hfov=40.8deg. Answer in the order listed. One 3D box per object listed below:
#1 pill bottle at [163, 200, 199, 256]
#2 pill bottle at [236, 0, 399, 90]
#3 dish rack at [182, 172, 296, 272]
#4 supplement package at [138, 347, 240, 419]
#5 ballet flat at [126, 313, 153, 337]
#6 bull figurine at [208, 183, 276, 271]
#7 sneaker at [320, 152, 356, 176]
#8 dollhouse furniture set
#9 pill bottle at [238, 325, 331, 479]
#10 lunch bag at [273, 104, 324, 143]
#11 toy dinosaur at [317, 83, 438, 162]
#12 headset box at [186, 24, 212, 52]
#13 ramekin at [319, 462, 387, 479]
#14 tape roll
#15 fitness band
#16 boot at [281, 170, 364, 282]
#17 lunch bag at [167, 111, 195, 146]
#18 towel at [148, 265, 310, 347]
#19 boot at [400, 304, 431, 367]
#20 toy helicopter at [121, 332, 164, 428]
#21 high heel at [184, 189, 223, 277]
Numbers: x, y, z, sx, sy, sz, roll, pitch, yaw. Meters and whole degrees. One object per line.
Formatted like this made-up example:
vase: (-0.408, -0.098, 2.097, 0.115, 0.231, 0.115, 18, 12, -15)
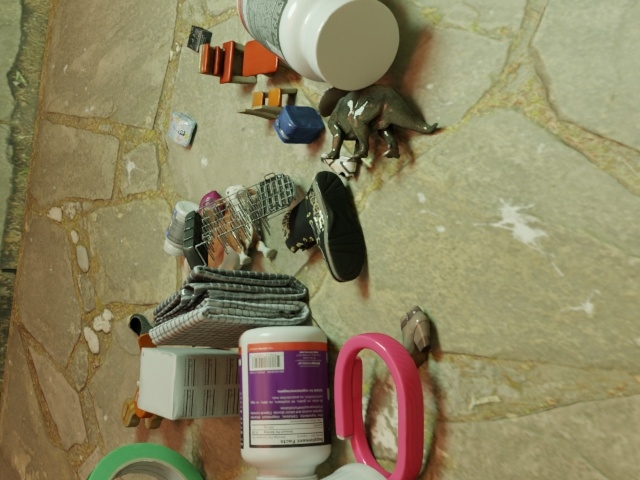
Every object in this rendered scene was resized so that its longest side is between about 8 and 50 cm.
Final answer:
pill bottle: (-0.365, -0.030, 2.278, 0.078, 0.078, 0.137, 53, 128, 44)
pill bottle: (-0.010, -0.432, 1.680, 0.363, 0.210, 0.210, 49, 125, 51)
dish rack: (-0.172, -0.047, 1.844, 0.208, 0.272, 0.074, -105, -11, -62)
supplement package: (-0.294, 0.333, 2.023, 0.194, 0.203, 0.149, -2, 85, 56)
ballet flat: (-0.531, 0.251, 2.507, 0.173, 0.049, 0.057, 22, 103, 54)
bull figurine: (-0.205, 0.020, 2.022, 0.188, 0.101, 0.310, 54, 128, 41)
sneaker: (0.034, -0.153, 1.751, 0.109, 0.040, 0.043, 18, 103, 55)
dollhouse furniture set: (-0.163, -0.418, 1.981, 0.259, 0.135, 0.261, 5, 90, 55)
pill bottle: (-0.071, 0.337, 1.721, 0.182, 0.182, 0.322, -15, 74, 54)
lunch bag: (-0.052, -0.242, 1.834, 0.065, 0.099, 0.067, -53, 51, 41)
toy dinosaur: (0.084, -0.231, 1.618, 0.314, 0.121, 0.160, -1, 87, 56)
headset box: (-0.326, -0.541, 2.320, 0.083, 0.032, 0.062, 39, 117, 52)
ramekin: (0.045, 0.549, 1.526, 0.277, 0.135, 0.277, 19, 114, 52)
tape roll: (-0.419, 0.648, 2.062, 0.077, 0.321, 0.321, -50, 48, 40)
fitness band: (0.103, 0.307, 1.544, 0.209, 0.054, 0.290, 14, 109, 56)
boot: (0.001, -0.001, 1.751, 0.178, 0.085, 0.236, -42, 55, 51)
lunch bag: (-0.378, -0.305, 2.352, 0.083, 0.053, 0.071, 42, 122, 38)
towel: (-0.199, 0.149, 1.838, 0.235, 0.284, 0.121, -31, 60, 49)
boot: (0.160, 0.177, 1.537, 0.118, 0.042, 0.087, -53, 40, 37)
toy helicopter: (-0.474, 0.406, 2.337, 0.355, 0.140, 0.234, -44, 50, 47)
high heel: (-0.296, -0.006, 2.202, 0.117, 0.082, 0.244, -82, 0, -61)
